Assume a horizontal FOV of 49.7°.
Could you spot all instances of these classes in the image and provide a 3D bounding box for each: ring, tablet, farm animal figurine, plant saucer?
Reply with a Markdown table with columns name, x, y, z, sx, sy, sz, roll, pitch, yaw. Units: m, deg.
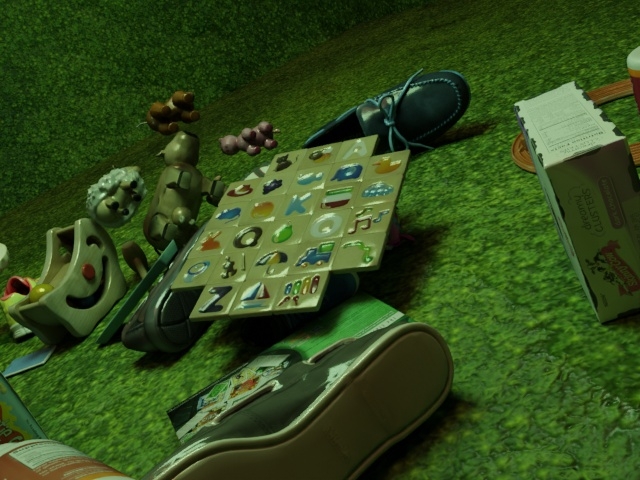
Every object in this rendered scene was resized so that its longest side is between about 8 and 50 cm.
| name | x | y | z | sx | sy | sz | roll | pitch | yaw |
| --- | --- | --- | --- | --- | --- | --- | --- | --- | --- |
| ring | 0.437 | -0.184 | 0.989 | 0.337 | 0.032 | 0.336 | -21 | 20 | 8 |
| tablet | -0.466 | 0.194 | 1.104 | 0.083 | 0.006 | 0.054 | -20 | 21 | 10 |
| farm animal figurine | -0.231 | -0.111 | 1.293 | 0.172 | 0.330 | 0.326 | 15 | 72 | 54 |
| plant saucer | -0.274 | 0.081 | 1.032 | 0.192 | 0.018 | 0.067 | -47 | 11 | 24 |

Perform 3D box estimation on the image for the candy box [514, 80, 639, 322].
| name | x | y | z | sx | sy | sz | roll | pitch | yaw |
| --- | --- | --- | --- | --- | --- | --- | --- | --- | --- |
| candy box | 0.256 | -0.045 | 0.664 | 0.070 | 0.164 | 0.196 | -20 | 22 | 16 |

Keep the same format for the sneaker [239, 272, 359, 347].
| name | x | y | z | sx | sy | sz | roll | pitch | yaw |
| --- | --- | --- | --- | --- | --- | --- | --- | --- | --- |
| sneaker | -0.027 | 0.083 | 0.813 | 0.152 | 0.058 | 0.084 | -22 | 15 | 19 |

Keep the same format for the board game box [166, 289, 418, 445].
| name | x | y | z | sx | sy | sz | roll | pitch | yaw |
| --- | --- | --- | --- | --- | --- | --- | --- | --- | --- |
| board game box | -0.027 | 0.143 | 0.718 | 0.260 | 0.030 | 0.136 | -30 | 19 | -14 |

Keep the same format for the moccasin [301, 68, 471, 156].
| name | x | y | z | sx | sy | sz | roll | pitch | yaw |
| --- | --- | --- | --- | --- | --- | --- | --- | --- | --- |
| moccasin | 0.112 | -0.196 | 1.258 | 0.342 | 0.137 | 0.117 | -25 | 3 | 38 |

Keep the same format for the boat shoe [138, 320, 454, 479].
| name | x | y | z | sx | sy | sz | roll | pitch | yaw |
| --- | --- | --- | --- | --- | --- | --- | --- | --- | --- |
| boat shoe | -0.032 | 0.174 | 0.560 | 0.335 | 0.112 | 0.095 | -29 | 3 | -27 |

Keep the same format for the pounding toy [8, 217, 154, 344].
| name | x | y | z | sx | sy | sz | roll | pitch | yaw |
| --- | --- | --- | --- | --- | --- | --- | --- | --- | --- |
| pounding toy | -0.382 | 0.045 | 1.161 | 0.155 | 0.154 | 0.269 | -16 | 23 | 22 |

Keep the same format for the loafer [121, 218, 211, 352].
| name | x | y | z | sx | sy | sz | roll | pitch | yaw |
| --- | --- | --- | --- | --- | --- | --- | --- | --- | --- |
| loafer | -0.186 | 0.050 | 1.012 | 0.095 | 0.109 | 0.302 | -16 | 25 | 32 |

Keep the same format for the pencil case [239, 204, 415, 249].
| name | x | y | z | sx | sy | sz | roll | pitch | yaw |
| --- | --- | --- | --- | --- | --- | --- | --- | --- | --- |
| pencil case | 0.000 | 0.000 | 0.935 | 0.237 | 0.104 | 0.104 | -22 | 21 | 7 |

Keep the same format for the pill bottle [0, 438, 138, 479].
| name | x | y | z | sx | sy | sz | roll | pitch | yaw |
| --- | --- | --- | --- | --- | --- | --- | --- | --- | --- |
| pill bottle | -0.228 | 0.237 | 0.580 | 0.216 | 0.121 | 0.121 | -2 | 31 | 47 |

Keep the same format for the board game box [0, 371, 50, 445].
| name | x | y | z | sx | sy | sz | roll | pitch | yaw |
| --- | --- | --- | --- | --- | --- | --- | --- | --- | --- |
| board game box | -0.470 | 0.256 | 0.769 | 0.275 | 0.142 | 0.144 | -37 | 24 | -29 |

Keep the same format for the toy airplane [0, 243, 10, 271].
| name | x | y | z | sx | sy | sz | roll | pitch | yaw |
| --- | --- | --- | --- | --- | --- | --- | --- | --- | --- |
| toy airplane | -0.725 | 0.151 | 1.114 | 0.385 | 0.272 | 0.386 | -24 | 23 | 3 |

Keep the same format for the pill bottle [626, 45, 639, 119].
| name | x | y | z | sx | sy | sz | roll | pitch | yaw |
| --- | --- | --- | --- | --- | --- | --- | --- | --- | --- |
| pill bottle | 0.400 | -0.146 | 0.767 | 0.086 | 0.152 | 0.086 | -21 | 21 | 9 |

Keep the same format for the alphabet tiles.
| name | x | y | z | sx | sy | sz | roll | pitch | yaw |
| --- | --- | --- | --- | --- | --- | --- | --- | --- | --- |
| alphabet tiles | -0.035 | -0.027 | 0.897 | 0.285 | 0.011 | 0.342 | -8 | 38 | 26 |

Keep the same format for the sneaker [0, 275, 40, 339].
| name | x | y | z | sx | sy | sz | roll | pitch | yaw |
| --- | --- | --- | --- | --- | --- | --- | --- | --- | --- |
| sneaker | -0.541 | 0.099 | 1.290 | 0.082 | 0.094 | 0.208 | -27 | 20 | -3 |

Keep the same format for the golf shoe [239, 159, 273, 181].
| name | x | y | z | sx | sy | sz | roll | pitch | yaw |
| --- | --- | --- | --- | --- | --- | --- | --- | --- | --- |
| golf shoe | -0.044 | -0.080 | 1.172 | 0.273 | 0.105 | 0.120 | -17 | 29 | 20 |
